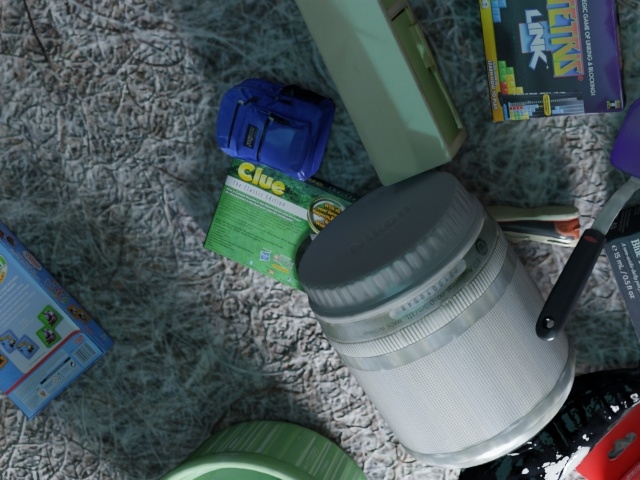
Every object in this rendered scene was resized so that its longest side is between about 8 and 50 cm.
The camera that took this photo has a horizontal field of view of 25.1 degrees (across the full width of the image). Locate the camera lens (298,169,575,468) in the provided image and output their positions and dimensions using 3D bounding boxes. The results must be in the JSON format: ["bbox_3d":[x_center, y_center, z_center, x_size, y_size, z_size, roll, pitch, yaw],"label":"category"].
[{"bbox_3d":[0.130,0.091,1.549,0.219,0.219,0.274,-24,114,23],"label":"camera lens"}]

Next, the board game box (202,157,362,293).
[{"bbox_3d":[0.000,0.000,1.682,0.260,0.030,0.136,25,117,6],"label":"board game box"}]

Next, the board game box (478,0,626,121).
[{"bbox_3d":[0.244,-0.216,1.515,0.141,0.048,0.170,-3,109,19],"label":"board game box"}]

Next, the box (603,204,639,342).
[{"bbox_3d":[0.402,0.032,1.537,0.158,0.093,0.156,-19,104,21],"label":"box"}]

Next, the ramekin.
[{"bbox_3d":[-0.069,0.370,1.776,0.303,0.148,0.303,6,111,15],"label":"ramekin"}]

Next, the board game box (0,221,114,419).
[{"bbox_3d":[-0.389,0.104,1.833,0.160,0.039,0.211,-40,95,25],"label":"board game box"}]

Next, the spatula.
[{"bbox_3d":[0.301,-0.025,1.498,0.084,0.030,0.296,25,77,34],"label":"spatula"}]

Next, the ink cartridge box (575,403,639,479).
[{"bbox_3d":[0.415,0.309,1.646,0.231,0.078,0.134,39,116,1],"label":"ink cartridge box"}]

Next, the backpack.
[{"bbox_3d":[-0.057,-0.130,1.611,0.120,0.101,0.098,21,108,12],"label":"backpack"}]

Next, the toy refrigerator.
[{"bbox_3d":[0.063,-0.206,1.544,0.094,0.102,0.269,-22,102,23],"label":"toy refrigerator"}]

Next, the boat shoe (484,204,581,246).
[{"bbox_3d":[0.221,-0.014,1.601,0.137,0.049,0.043,-1,112,12],"label":"boat shoe"}]

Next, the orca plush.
[{"bbox_3d":[0.267,0.233,1.629,0.287,0.102,0.151,-22,85,24],"label":"orca plush"}]
